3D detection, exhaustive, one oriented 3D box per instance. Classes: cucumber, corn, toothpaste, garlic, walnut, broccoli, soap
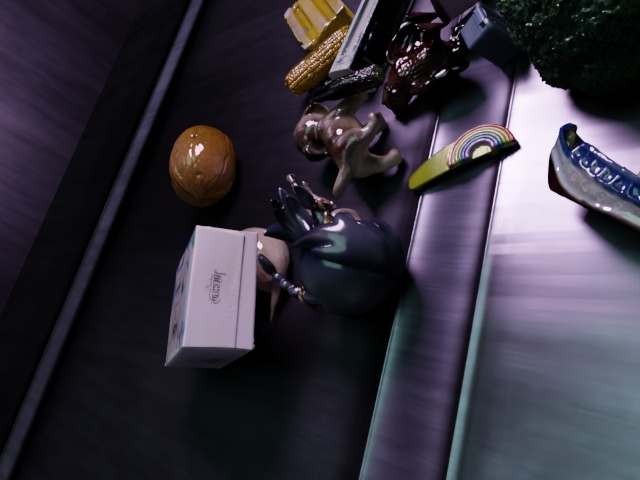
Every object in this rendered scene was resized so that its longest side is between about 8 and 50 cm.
[{"bbox_3d":[0.040,-0.271,0.979,0.163,0.039,0.043,-6,102,39],"label":"cucumber"},{"bbox_3d":[0.008,-0.401,1.223,0.207,0.068,0.068,-36,44,13],"label":"corn"},{"bbox_3d":[-0.002,-0.344,1.248,0.083,0.019,0.027,-17,68,45],"label":"toothpaste"},{"bbox_3d":[-0.114,0.051,1.082,0.198,0.090,0.129,42,115,45],"label":"garlic"},{"bbox_3d":[-0.284,-0.180,1.332,0.167,0.167,0.207,-25,52,34],"label":"walnut"},{"bbox_3d":[0.373,-0.336,0.707,0.297,0.298,0.298,-10,50,-3],"label":"broccoli"},{"bbox_3d":[0.001,-0.528,1.315,0.135,0.076,0.233,-43,42,18],"label":"soap"}]

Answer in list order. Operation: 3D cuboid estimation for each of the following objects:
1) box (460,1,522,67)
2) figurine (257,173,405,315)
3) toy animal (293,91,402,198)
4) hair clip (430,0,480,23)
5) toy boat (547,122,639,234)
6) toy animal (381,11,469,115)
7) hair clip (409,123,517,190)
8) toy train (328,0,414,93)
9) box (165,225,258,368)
[{"bbox_3d":[0.277,-0.330,0.891,0.054,0.099,0.074,-44,40,39],"label":"box"},{"bbox_3d":[0.013,0.009,0.888,0.265,0.175,0.197,25,112,52],"label":"figurine"},{"bbox_3d":[0.047,-0.189,1.021,0.168,0.121,0.233,-39,40,6],"label":"toy animal"},{"bbox_3d":[0.338,-0.518,0.953,0.330,0.085,0.101,-25,52,26],"label":"hair clip"},{"bbox_3d":[0.361,-0.072,0.619,0.115,0.114,0.262,-64,34,14],"label":"toy boat"},{"bbox_3d":[0.187,-0.309,0.988,0.180,0.116,0.219,-66,33,33],"label":"toy animal"},{"bbox_3d":[0.217,-0.135,0.879,0.188,0.033,0.060,-28,46,32],"label":"hair clip"},{"bbox_3d":[0.138,-0.504,1.154,0.088,0.086,0.407,11,74,55],"label":"toy train"},{"bbox_3d":[-0.202,0.115,0.994,0.274,0.116,0.203,139,135,-63],"label":"box"}]
